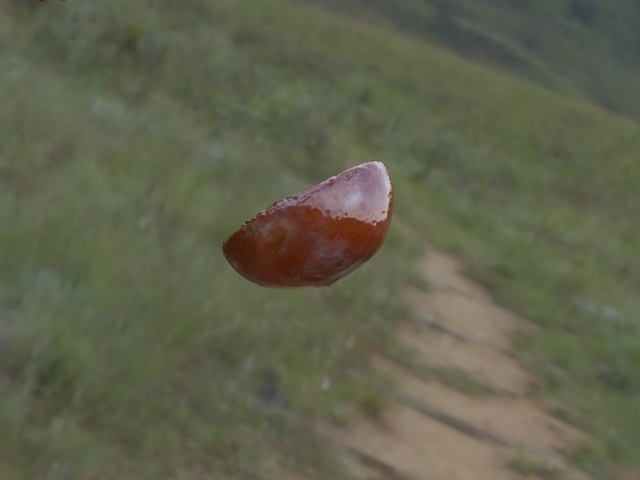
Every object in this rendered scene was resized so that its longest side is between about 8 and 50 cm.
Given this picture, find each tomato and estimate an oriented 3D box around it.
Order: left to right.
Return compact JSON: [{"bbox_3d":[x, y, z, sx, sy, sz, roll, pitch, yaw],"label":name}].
[{"bbox_3d":[0.000,0.000,1.526,0.069,0.155,0.155,62,23,9],"label":"tomato"}]
